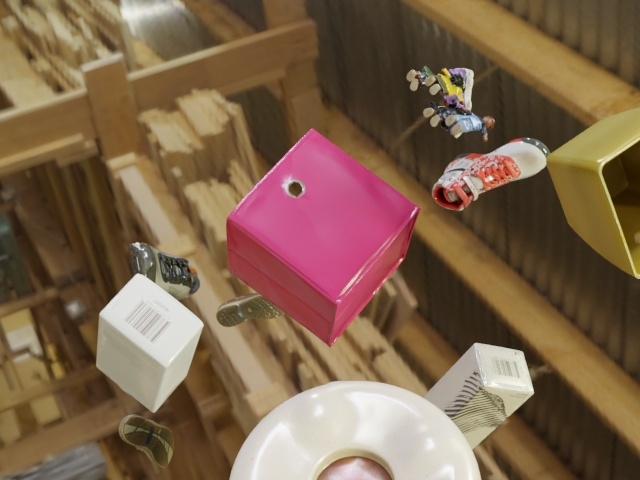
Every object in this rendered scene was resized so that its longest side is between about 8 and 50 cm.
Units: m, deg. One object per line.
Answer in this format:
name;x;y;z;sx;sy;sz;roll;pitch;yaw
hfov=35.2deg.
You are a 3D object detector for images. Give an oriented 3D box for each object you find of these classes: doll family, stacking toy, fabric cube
doll family;0.245;-0.253;1.854;0.076;0.111;0.193;-34;-109;39
stacking toy;0.063;0.474;1.524;0.350;0.351;0.479;52;-20;39
fabric cube;0.000;0.000;1.904;0.258;0.254;0.259;38;-21;13

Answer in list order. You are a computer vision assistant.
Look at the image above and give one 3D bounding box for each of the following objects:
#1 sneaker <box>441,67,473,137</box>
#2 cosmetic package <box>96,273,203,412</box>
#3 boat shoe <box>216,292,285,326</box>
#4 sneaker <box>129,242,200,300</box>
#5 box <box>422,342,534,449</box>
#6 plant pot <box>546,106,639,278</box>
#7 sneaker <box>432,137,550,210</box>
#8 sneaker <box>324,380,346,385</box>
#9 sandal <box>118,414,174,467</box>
sneaker;0.309;-0.315;2.313;0.068;0.071;0.169;97;-1;-72
cosmetic package;-0.241;0.147;1.398;0.117;0.085;0.231;39;-26;4
boat shoe;-0.141;0.138;2.206;0.060;0.178;0.064;-92;167;-63
sneaker;-0.297;0.058;1.920;0.271;0.108;0.100;74;3;-77
box;0.264;0.305;1.846;0.275;0.113;0.094;123;-30;-42
plant pot;0.495;-0.096;1.640;0.187;0.212;0.212;24;-36;61
sneaker;0.358;-0.132;2.154;0.270;0.145;0.090;-7;-56;51
sneaker;0.060;0.284;1.736;0.134;0.051;0.070;22;-28;7
sandal;-0.341;0.383;1.956;0.049;0.072;0.180;7;-26;33
